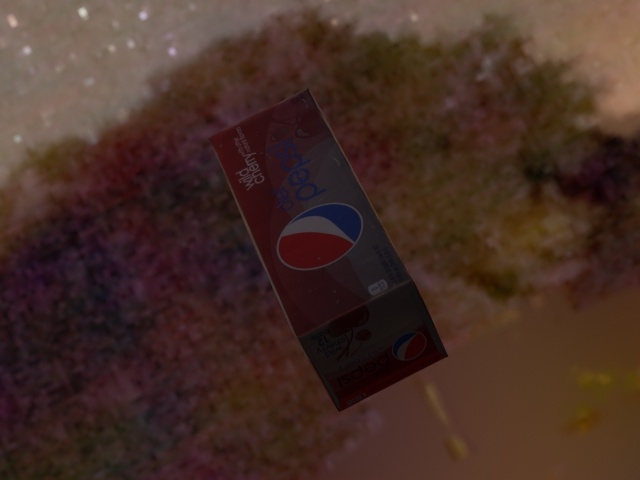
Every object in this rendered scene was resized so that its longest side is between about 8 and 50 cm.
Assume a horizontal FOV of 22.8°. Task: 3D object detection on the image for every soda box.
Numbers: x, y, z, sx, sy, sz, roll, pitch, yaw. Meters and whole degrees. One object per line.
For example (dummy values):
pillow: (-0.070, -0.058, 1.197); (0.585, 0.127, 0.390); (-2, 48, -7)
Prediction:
soda box: (0.000, 0.000, 1.169); (0.092, 0.263, 0.083); (-27, -51, 1)
